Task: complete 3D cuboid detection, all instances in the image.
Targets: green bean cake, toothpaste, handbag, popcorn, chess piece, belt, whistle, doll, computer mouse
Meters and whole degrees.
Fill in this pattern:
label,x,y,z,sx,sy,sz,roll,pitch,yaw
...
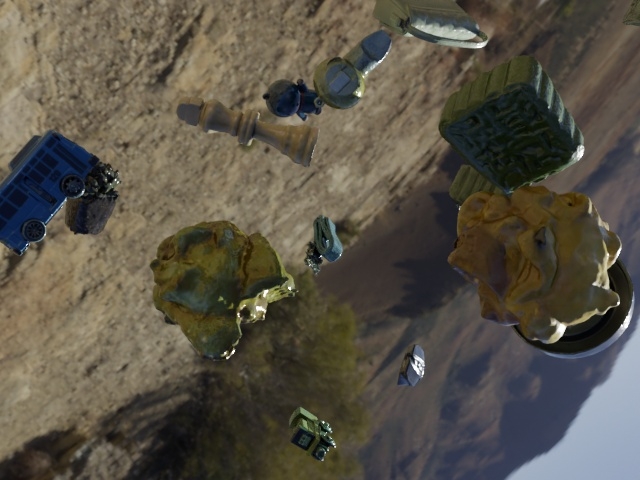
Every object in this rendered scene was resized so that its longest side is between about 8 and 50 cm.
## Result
label,x,y,z,sx,sy,sz,roll,pitch,yaw
green bean cake,0.383,-0.220,1.543,0.222,0.248,0.125,-27,-147,42
green bean cake,0.476,-0.104,2.058,0.227,0.222,0.125,27,87,-37
toothpaste,0.527,-0.338,1.182,0.064,0.041,0.218,-64,-160,21
handbag,0.264,-0.504,1.819,0.256,0.219,0.079,-7,134,-35
popcorn,0.398,0.040,1.458,0.281,0.316,0.297,70,22,-65
chess piece,-0.205,-0.313,2.165,0.117,0.397,0.117,-164,-90,-85
belt,0.003,0.003,2.127,0.100,0.065,0.179,-35,-150,16
popcorn,-0.213,0.078,1.755,0.326,0.290,0.321,-19,-165,48
whistle,0.067,-0.373,1.718,0.223,0.123,0.123,-46,164,-5
doll,-0.065,-0.329,1.815,0.152,0.085,0.114,-1,133,-26
computer mouse,0.252,0.346,2.123,0.192,0.062,0.105,84,27,-67

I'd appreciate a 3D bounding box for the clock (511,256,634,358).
label,x,y,z,sx,sy,sz,roll,pitch,yaw
clock,0.557,0.131,1.747,0.280,0.280,0.055,-45,142,2

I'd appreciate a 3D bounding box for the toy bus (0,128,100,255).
label,x,y,z,sx,sy,sz,roll,pitch,yaw
toy bus,-0.421,-0.075,1.154,0.184,0.106,0.090,-54,-160,-16

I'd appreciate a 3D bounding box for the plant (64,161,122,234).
label,x,y,z,sx,sy,sz,roll,pitch,yaw
plant,-0.409,-0.081,1.392,0.092,0.094,0.143,3,114,-36

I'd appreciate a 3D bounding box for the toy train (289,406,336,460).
label,x,y,z,sx,sy,sz,roll,pitch,yaw
toy train,-0.016,0.354,1.429,0.050,0.081,0.122,-54,-172,6
